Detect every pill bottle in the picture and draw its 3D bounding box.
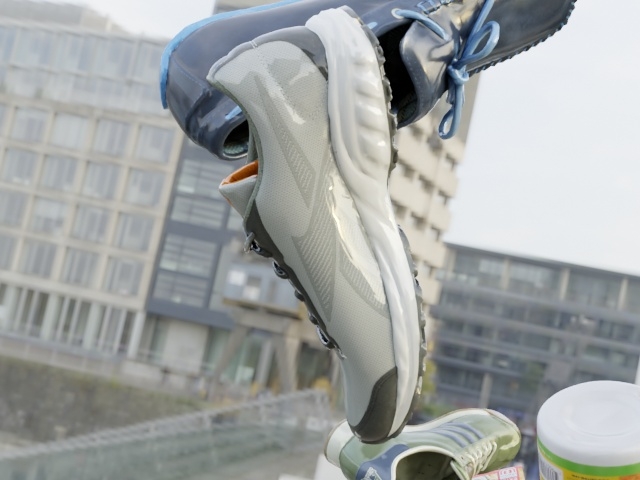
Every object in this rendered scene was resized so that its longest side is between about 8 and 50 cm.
[{"bbox_3d":[0.299,0.282,1.267,0.136,0.246,0.136,-7,24,3],"label":"pill bottle"}]

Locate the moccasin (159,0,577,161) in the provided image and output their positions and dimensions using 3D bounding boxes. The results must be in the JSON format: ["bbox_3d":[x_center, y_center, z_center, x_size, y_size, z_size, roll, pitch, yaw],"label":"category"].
[{"bbox_3d":[0.052,-0.128,0.934,0.341,0.117,0.138,-21,-39,-12],"label":"moccasin"}]

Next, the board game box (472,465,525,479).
[{"bbox_3d":[0.120,0.312,1.205,0.193,0.147,0.045,-12,17,7],"label":"board game box"}]

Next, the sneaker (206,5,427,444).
[{"bbox_3d":[0.000,0.000,0.750,0.108,0.272,0.100,-14,16,-7],"label":"sneaker"}]

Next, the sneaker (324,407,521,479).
[{"bbox_3d":[0.103,0.187,1.011,0.192,0.064,0.086,4,20,-31],"label":"sneaker"}]
